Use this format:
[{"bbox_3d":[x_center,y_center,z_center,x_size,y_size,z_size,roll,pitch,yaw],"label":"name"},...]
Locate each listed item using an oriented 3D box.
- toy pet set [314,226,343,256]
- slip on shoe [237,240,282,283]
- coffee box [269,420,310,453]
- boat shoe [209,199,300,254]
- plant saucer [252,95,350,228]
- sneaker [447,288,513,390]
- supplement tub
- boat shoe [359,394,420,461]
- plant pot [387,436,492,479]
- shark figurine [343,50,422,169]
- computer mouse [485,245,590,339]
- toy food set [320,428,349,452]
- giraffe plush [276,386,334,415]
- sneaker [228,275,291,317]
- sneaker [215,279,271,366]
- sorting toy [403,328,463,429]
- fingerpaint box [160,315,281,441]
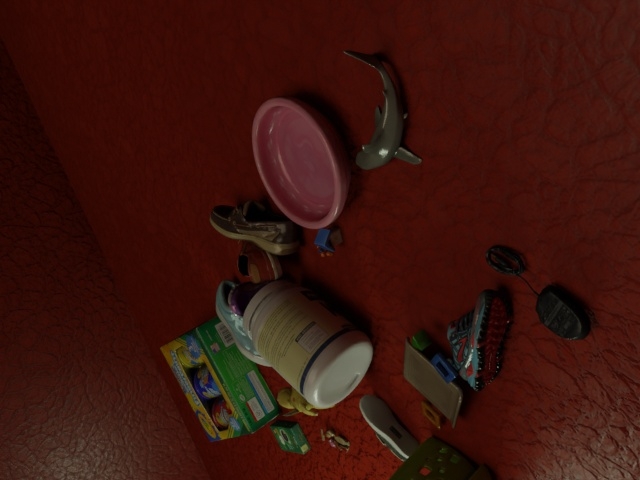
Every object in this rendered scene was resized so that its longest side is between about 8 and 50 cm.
[{"bbox_3d":[0.000,0.000,1.623,0.114,0.065,0.122,13,124,50],"label":"toy pet set"},{"bbox_3d":[-0.208,0.057,1.877,0.331,0.101,0.123,-150,43,-67],"label":"slip on shoe"},{"bbox_3d":[-0.116,0.741,2.349,0.184,0.040,0.113,-24,94,58],"label":"coffee box"},{"bbox_3d":[-0.195,-0.064,1.808,0.341,0.123,0.123,23,123,39],"label":"boat shoe"},{"bbox_3d":[-0.039,-0.194,1.519,0.332,0.084,0.332,34,139,37],"label":"plant saucer"},{"bbox_3d":[0.313,0.198,1.302,0.125,0.104,0.262,35,139,38],"label":"sneaker"},{"bbox_3d":[-0.041,0.275,1.724,0.324,0.235,0.236,36,139,34],"label":"supplement tub"},{"bbox_3d":[0.184,0.533,1.748,0.219,0.077,0.070,47,143,19],"label":"boat shoe"},{"bbox_3d":[0.311,0.666,1.546,0.207,0.227,0.228,6,117,45],"label":"plant pot"},{"bbox_3d":[0.115,-0.236,1.252,0.166,0.116,0.279,32,139,36],"label":"shark figurine"},{"bbox_3d":[0.405,0.091,1.163,0.242,0.041,0.071,50,137,31],"label":"computer mouse"},{"bbox_3d":[0.054,0.670,2.085,0.122,0.019,0.078,19,129,37],"label":"toy food set"},{"bbox_3d":[-0.054,0.437,1.943,0.181,0.210,0.171,2,92,20],"label":"giraffe plush"},{"bbox_3d":[-0.170,0.155,1.845,0.104,0.236,0.095,-12,97,38],"label":"sneaker"},{"bbox_3d":[-0.246,0.271,2.099,0.366,0.135,0.150,39,144,31],"label":"sneaker"},{"bbox_3d":[0.273,0.335,1.492,0.196,0.047,0.348,46,157,32],"label":"sorting toy"},{"bbox_3d":[-0.404,0.546,2.451,0.371,0.163,0.445,-30,88,50],"label":"fingerpaint box"}]
